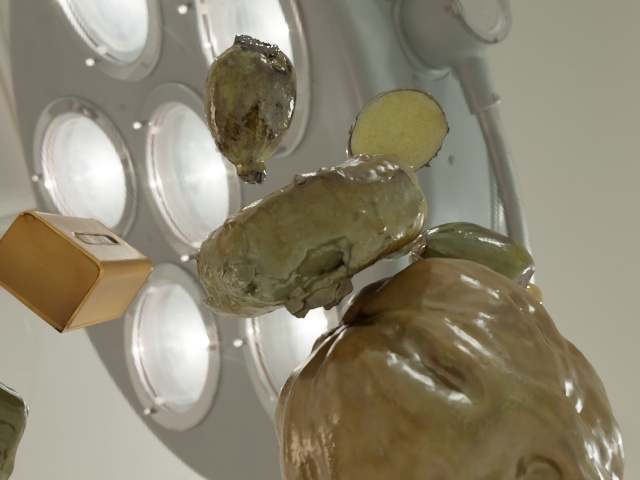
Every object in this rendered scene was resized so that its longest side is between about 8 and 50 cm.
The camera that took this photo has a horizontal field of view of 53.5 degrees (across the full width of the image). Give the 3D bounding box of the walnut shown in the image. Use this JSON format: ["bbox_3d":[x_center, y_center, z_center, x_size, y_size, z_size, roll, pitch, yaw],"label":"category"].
[{"bbox_3d":[0.130,0.201,0.607,0.306,0.306,0.344,-21,-70,50],"label":"walnut"}]

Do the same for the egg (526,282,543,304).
[{"bbox_3d":[0.342,0.105,1.085,0.071,0.083,0.071,53,-5,6],"label":"egg"}]

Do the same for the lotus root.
[{"bbox_3d":[-0.104,-0.190,0.929,0.138,0.138,0.214,13,-81,45],"label":"lotus root"}]

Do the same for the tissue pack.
[{"bbox_3d":[-0.468,0.050,1.215,0.194,0.274,0.145,34,-89,3],"label":"tissue pack"}]

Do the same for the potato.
[{"bbox_3d":[0.140,-0.191,1.189,0.164,0.200,0.081,52,-5,-2],"label":"potato"}]

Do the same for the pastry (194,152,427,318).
[{"bbox_3d":[-0.005,0.003,0.651,0.121,0.256,0.236,63,-9,1],"label":"pastry"}]

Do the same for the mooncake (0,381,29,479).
[{"bbox_3d":[-0.560,0.331,0.940,0.155,0.285,0.284,36,-29,-28],"label":"mooncake"}]

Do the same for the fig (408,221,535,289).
[{"bbox_3d":[0.187,0.044,0.837,0.165,0.144,0.154,33,-18,-14],"label":"fig"}]
